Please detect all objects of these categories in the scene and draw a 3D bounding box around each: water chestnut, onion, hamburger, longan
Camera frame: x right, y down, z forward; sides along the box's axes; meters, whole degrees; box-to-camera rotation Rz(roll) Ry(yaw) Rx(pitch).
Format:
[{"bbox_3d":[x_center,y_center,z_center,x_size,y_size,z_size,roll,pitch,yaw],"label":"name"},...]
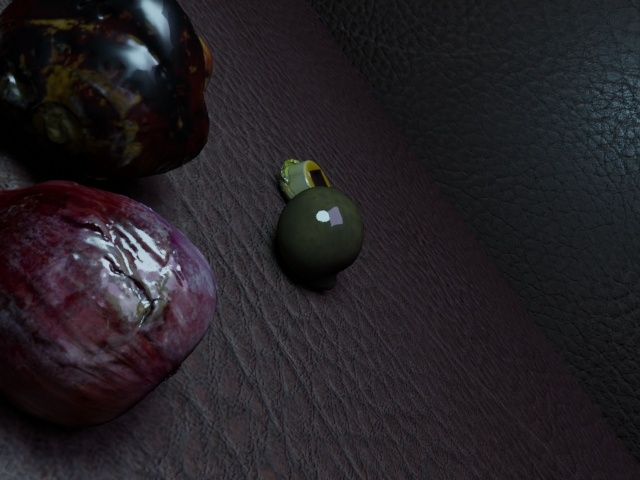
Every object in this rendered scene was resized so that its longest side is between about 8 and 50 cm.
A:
[{"bbox_3d":[-0.285,-0.214,0.721,0.289,0.289,0.244,54,-8,6],"label":"water chestnut"},{"bbox_3d":[-0.245,0.033,0.512,0.284,0.120,0.227,37,60,1],"label":"onion"},{"bbox_3d":[-0.036,-0.120,1.185,0.141,0.082,0.126,57,25,-16],"label":"hamburger"},{"bbox_3d":[0.000,0.000,1.011,0.185,0.159,0.204,-32,122,-50],"label":"longan"}]

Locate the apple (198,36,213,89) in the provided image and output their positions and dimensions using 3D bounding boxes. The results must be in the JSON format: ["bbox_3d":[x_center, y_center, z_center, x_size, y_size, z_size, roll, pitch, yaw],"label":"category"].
[{"bbox_3d":[-0.276,-0.329,0.997,0.131,0.146,0.146,27,28,-3],"label":"apple"}]
